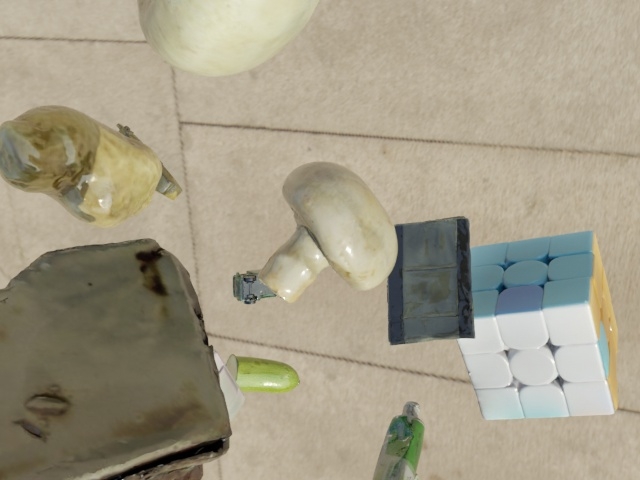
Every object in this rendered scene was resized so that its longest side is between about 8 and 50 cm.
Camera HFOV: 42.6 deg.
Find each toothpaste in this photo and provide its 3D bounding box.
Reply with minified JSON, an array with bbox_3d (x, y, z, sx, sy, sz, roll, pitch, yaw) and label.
[{"bbox_3d":[0.103,0.336,1.170,0.078,0.248,0.047,1,134,24],"label":"toothpaste"}]

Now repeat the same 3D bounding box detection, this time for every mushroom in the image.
[{"bbox_3d":[-0.129,-0.312,0.891,0.356,0.315,0.315,-39,94,3],"label":"mushroom"},{"bbox_3d":[0.014,-0.004,1.206,0.206,0.206,0.209,37,114,5],"label":"mushroom"}]

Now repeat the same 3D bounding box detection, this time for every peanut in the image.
[{"bbox_3d":[-0.296,-0.092,1.011,0.122,0.253,0.137,-41,55,13],"label":"peanut"}]

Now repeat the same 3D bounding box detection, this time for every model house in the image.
[{"bbox_3d":[-0.252,0.190,0.709,0.282,0.297,0.317,-63,37,31],"label":"model house"}]

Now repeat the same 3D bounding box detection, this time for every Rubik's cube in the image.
[{"bbox_3d":[0.477,0.186,1.792,0.290,0.292,0.291,-8,118,26],"label":"Rubik's cube"}]

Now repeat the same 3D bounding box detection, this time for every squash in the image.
[{"bbox_3d":[-0.141,0.339,2.058,0.188,0.095,0.095,9,125,-25],"label":"squash"}]

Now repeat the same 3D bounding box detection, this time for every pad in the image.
[{"bbox_3d":[0.203,0.075,1.532,0.174,0.022,0.233,-9,74,25],"label":"pad"}]

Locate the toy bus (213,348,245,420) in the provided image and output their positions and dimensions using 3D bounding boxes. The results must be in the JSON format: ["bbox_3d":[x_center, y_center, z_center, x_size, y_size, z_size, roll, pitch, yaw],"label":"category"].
[{"bbox_3d":[-0.147,0.189,1.074,0.075,0.060,0.123,11,140,38],"label":"toy bus"}]

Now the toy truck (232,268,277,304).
[{"bbox_3d":[-0.122,0.096,1.798,0.079,0.147,0.065,10,104,55],"label":"toy truck"}]

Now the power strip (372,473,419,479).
[{"bbox_3d":[0.080,0.470,1.311,0.078,0.272,0.052,7,128,32],"label":"power strip"}]

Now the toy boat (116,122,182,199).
[{"bbox_3d":[-0.430,-0.191,2.017,0.226,0.088,0.068,45,94,-4],"label":"toy boat"}]
